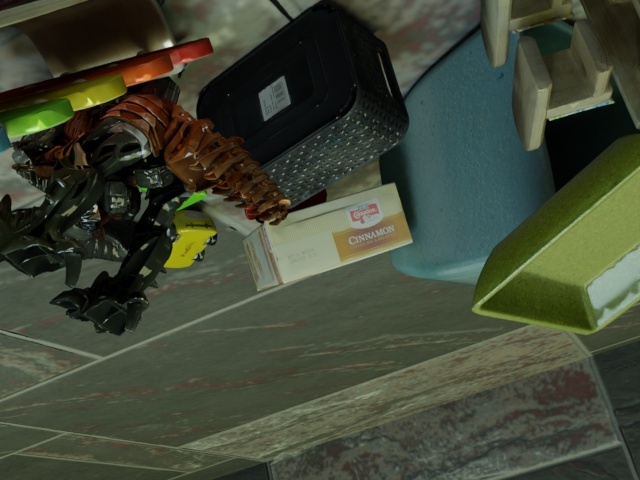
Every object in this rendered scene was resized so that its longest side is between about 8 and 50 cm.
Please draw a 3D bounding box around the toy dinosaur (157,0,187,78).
[{"bbox_3d":[-0.152,-0.169,0.689,0.082,0.047,0.090,24,150,-25],"label":"toy dinosaur"}]

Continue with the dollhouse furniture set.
[{"bbox_3d":[0.225,-0.183,0.606,0.212,0.242,0.161,-15,155,4],"label":"dollhouse furniture set"}]

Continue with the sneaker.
[{"bbox_3d":[-0.287,0.000,0.961,0.089,0.051,0.170,-25,148,24],"label":"sneaker"}]

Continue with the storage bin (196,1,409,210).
[{"bbox_3d":[-0.021,-0.118,0.757,0.180,0.122,0.084,-29,150,30],"label":"storage bin"}]

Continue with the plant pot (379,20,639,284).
[{"bbox_3d":[0.204,-0.060,0.874,0.247,0.248,0.252,9,158,-39],"label":"plant pot"}]

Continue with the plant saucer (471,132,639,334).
[{"bbox_3d":[0.225,-0.006,0.625,0.188,0.045,0.188,14,131,-42],"label":"plant saucer"}]

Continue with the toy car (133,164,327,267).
[{"bbox_3d":[-0.137,-0.055,0.915,0.239,0.053,0.225,-24,153,19],"label":"toy car"}]

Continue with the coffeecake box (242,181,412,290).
[{"bbox_3d":[0.000,0.000,0.885,0.142,0.068,0.185,-17,178,-13],"label":"coffeecake box"}]

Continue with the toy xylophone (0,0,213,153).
[{"bbox_3d":[-0.229,-0.101,0.537,0.236,0.081,0.323,-7,-157,25],"label":"toy xylophone"}]

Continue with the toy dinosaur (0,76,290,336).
[{"bbox_3d":[-0.165,-0.053,0.655,0.164,0.218,0.322,39,158,-27],"label":"toy dinosaur"}]

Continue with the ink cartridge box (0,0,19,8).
[{"bbox_3d":[-0.189,-0.248,0.445,0.158,0.092,0.218,-18,153,9],"label":"ink cartridge box"}]
